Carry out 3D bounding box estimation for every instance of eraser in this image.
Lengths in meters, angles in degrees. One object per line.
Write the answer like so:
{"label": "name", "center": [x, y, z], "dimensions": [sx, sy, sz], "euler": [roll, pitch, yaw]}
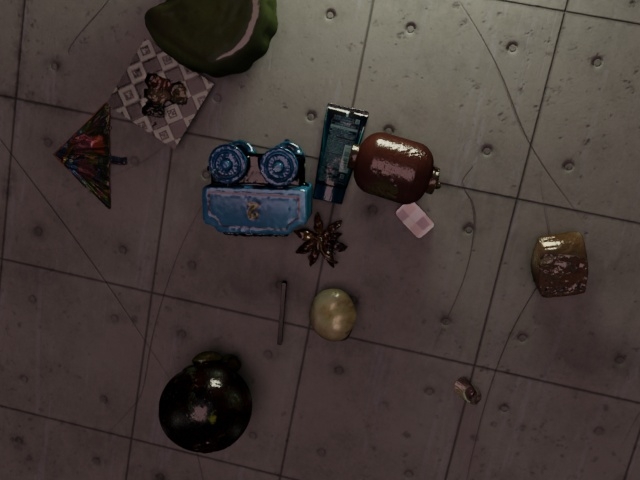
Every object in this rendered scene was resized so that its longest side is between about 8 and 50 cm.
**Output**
{"label": "eraser", "center": [0.266, -0.063, 1.655], "dimensions": [0.105, 0.026, 0.065], "euler": [46, 105, -2]}

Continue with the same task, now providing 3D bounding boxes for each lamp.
{"label": "lamp", "center": [0.198, -0.190, 1.574], "dimensions": [0.257, 0.180, 0.180], "euler": [18, 102, 2]}

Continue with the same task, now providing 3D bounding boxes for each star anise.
{"label": "star anise", "center": [0.001, 0.000, 1.685], "dimensions": [0.167, 0.057, 0.168], "euler": [1, 95, 7]}

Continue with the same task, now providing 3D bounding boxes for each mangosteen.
{"label": "mangosteen", "center": [-0.332, 0.472, 1.712], "dimensions": [0.287, 0.288, 0.288], "euler": [1, 100, 7]}

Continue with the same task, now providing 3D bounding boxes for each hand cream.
{"label": "hand cream", "center": [0.049, -0.241, 1.640], "dimensions": [0.120, 0.061, 0.271], "euler": [13, 96, 3]}

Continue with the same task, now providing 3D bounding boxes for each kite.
{"label": "kite", "center": [-0.689, -0.257, 1.750], "dimensions": [0.233, 0.016, 0.321], "euler": [5, 100, 8]}

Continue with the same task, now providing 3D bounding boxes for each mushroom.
{"label": "mushroom", "center": [0.041, 0.214, 1.690], "dimensions": [0.154, 0.122, 0.154], "euler": [-1, 89, 44]}

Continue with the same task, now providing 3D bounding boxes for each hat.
{"label": "hat", "center": [0.436, 0.442, 1.719], "dimensions": [0.087, 0.042, 0.058], "euler": [39, 101, 34]}

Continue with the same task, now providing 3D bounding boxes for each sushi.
{"label": "sushi", "center": [-0.453, -0.416, 1.676], "dimensions": [0.231, 0.047, 0.220], "euler": [33, 97, -4]}

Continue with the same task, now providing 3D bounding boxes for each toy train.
{"label": "toy train", "center": [-0.178, -0.142, 1.621], "dimensions": [0.300, 0.188, 0.265], "euler": [2, 105, 6]}

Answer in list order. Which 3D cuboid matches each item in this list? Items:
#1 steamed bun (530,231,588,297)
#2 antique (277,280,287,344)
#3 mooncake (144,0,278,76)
{"label": "steamed bun", "center": [0.649, 0.069, 1.589], "dimensions": [0.144, 0.106, 0.175], "euler": [-8, 101, 8]}
{"label": "antique", "center": [-0.115, 0.216, 1.749], "dimensions": [0.015, 0.031, 0.192], "euler": [5, 100, -1]}
{"label": "mooncake", "center": [-0.276, -0.613, 1.549], "dimensions": [0.351, 0.187, 0.352], "euler": [1, 96, 9]}
